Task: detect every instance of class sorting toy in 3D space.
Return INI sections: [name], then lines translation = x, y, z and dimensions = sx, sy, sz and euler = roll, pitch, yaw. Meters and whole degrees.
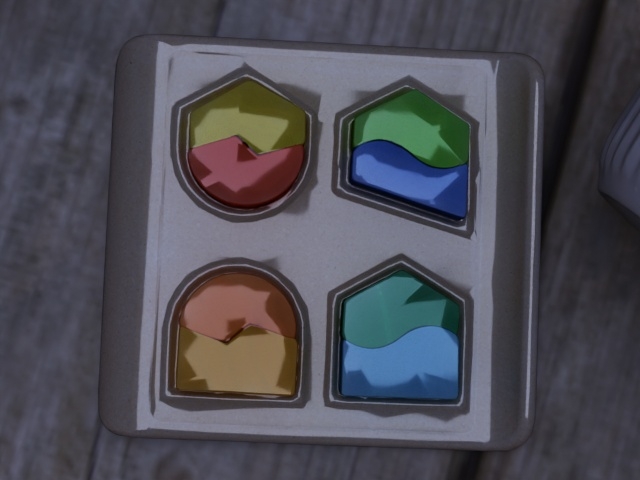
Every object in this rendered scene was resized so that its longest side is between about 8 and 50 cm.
[sorting toy]
translation = 0.000, 0.000, 0.658
dimensions = 0.208, 0.038, 0.193
euler = 2, 86, 1

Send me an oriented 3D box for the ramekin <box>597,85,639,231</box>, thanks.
[ramekin]
translation = 0.212, -0.010, 0.579
dimensions = 0.207, 0.207, 0.109
euler = 41, 96, 4
